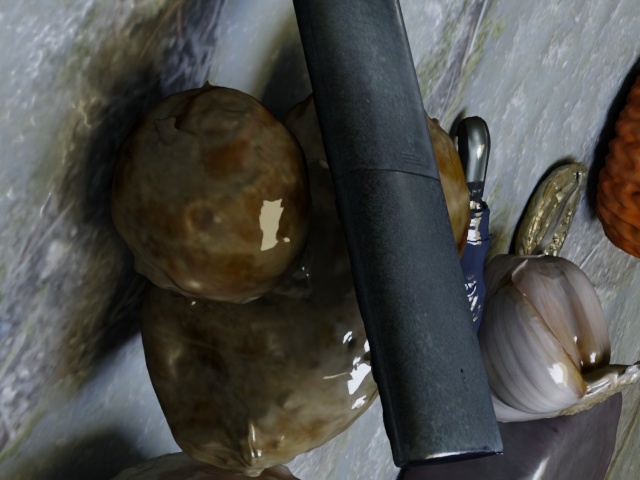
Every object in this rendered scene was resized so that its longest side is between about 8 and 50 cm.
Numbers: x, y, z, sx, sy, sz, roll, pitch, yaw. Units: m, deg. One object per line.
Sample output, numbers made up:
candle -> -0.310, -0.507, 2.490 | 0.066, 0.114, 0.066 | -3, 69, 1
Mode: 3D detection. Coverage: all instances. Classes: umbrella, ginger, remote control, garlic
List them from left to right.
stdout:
ginger -> 0.000, 0.000, 1.179 | 0.375, 0.176, 0.256 | -26, 121, -58
remote control -> 0.035, -0.054, 1.058 | 0.107, 0.044, 0.378 | 3, 71, -54
umbrella -> 0.122, 0.004, 1.617 | 0.071, 0.071, 0.248 | -42, 146, -44
garlic -> 0.243, 0.077, 1.744 | 0.257, 0.207, 0.207 | -58, 160, 9

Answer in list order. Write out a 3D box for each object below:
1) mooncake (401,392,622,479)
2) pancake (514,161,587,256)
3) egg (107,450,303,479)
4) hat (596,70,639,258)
mooncake -> 0.206, 0.254, 1.953 | 0.306, 0.154, 0.306 | -50, 156, -33
pancake -> 0.246, -0.017, 1.920 | 0.158, 0.028, 0.158 | -50, 153, -38
egg -> -0.072, 0.271, 1.196 | 0.279, 0.279, 0.310 | -64, 164, -2
hat -> 0.520, -0.040, 2.027 | 0.285, 0.400, 0.285 | -48, 156, -29
